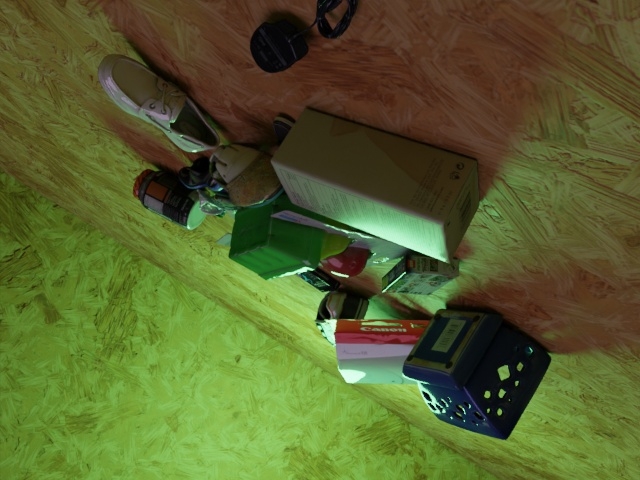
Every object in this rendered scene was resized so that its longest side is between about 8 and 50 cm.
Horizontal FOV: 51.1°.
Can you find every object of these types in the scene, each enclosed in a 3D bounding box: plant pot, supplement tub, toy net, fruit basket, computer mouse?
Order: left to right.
[{"bbox_3d":[-0.408,-0.117,1.829,0.190,0.117,0.117,27,162,13],"label":"supplement tub"},{"bbox_3d":[-0.263,-0.076,1.703,0.122,0.045,0.232,42,-176,3],"label":"toy net"},{"bbox_3d":[-0.022,-0.286,0.901,0.242,0.041,0.071,-8,122,55],"label":"computer mouse"},{"bbox_3d":[0.000,0.000,1.428,0.352,0.166,0.327,8,167,-30],"label":"fruit basket"},{"bbox_3d":[0.348,0.291,1.561,0.212,0.236,0.236,45,158,-20],"label":"plant pot"}]

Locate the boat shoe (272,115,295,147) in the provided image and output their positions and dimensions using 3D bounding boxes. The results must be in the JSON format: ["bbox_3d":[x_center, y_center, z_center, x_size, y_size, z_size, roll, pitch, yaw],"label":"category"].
[{"bbox_3d":[-0.050,-0.166,1.231,0.056,0.049,0.152,18,158,34],"label":"boat shoe"}]

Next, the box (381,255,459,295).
[{"bbox_3d":[0.209,0.078,1.429,0.114,0.036,0.207,5,164,-8],"label":"box"}]

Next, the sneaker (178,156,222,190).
[{"bbox_3d":[-0.283,-0.166,1.607,0.188,0.067,0.078,11,133,50],"label":"sneaker"}]

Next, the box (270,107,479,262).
[{"bbox_3d":[0.089,-0.092,1.092,0.311,0.121,0.148,23,161,23],"label":"box"}]

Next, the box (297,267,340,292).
[{"bbox_3d":[-0.031,0.097,1.950,0.162,0.029,0.116,34,162,-15],"label":"box"}]

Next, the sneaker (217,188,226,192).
[{"bbox_3d":[-0.138,-0.019,1.613,0.293,0.146,0.102,30,162,0],"label":"sneaker"}]

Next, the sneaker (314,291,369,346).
[{"bbox_3d":[0.047,0.230,2.024,0.127,0.126,0.321,20,153,-3],"label":"sneaker"}]

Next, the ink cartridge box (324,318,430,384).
[{"bbox_3d":[0.194,0.329,1.939,0.308,0.091,0.385,-1,154,14],"label":"ink cartridge box"}]

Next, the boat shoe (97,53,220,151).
[{"bbox_3d":[-0.299,-0.265,1.298,0.096,0.098,0.277,13,164,43],"label":"boat shoe"}]

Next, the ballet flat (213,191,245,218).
[{"bbox_3d":[-0.171,-0.077,1.495,0.070,0.070,0.188,19,-165,31],"label":"ballet flat"}]

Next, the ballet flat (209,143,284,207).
[{"bbox_3d":[-0.156,-0.138,1.300,0.123,0.123,0.348,37,177,-19],"label":"ballet flat"}]
